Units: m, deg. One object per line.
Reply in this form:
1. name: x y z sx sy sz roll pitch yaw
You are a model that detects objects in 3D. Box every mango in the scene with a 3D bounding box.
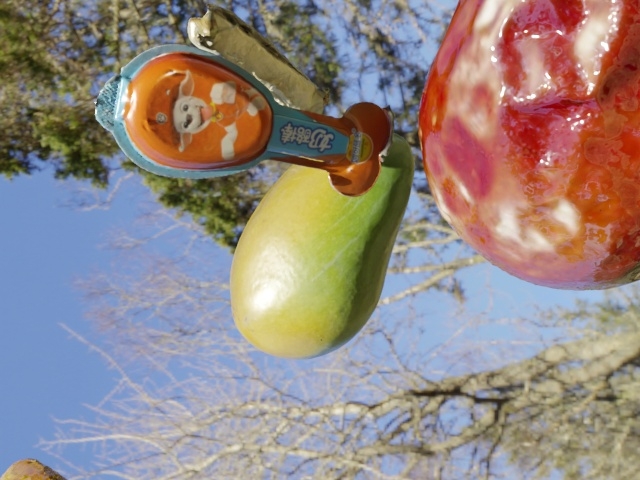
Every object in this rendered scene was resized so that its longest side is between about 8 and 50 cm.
1. mango: 0.000 0.000 0.779 0.114 0.156 0.250 10 -73 -54

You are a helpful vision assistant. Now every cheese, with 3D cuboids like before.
1. cheese: -0.055 -0.094 0.652 0.256 0.037 0.106 9 -79 -21

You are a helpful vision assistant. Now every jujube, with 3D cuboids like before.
1. jujube: 0.179 -0.120 0.465 0.223 0.223 0.317 -35 -29 -49

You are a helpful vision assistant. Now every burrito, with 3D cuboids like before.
1. burrito: -0.051 -0.154 0.701 0.185 0.041 0.045 30 -91 -52

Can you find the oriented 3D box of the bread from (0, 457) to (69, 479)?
1. bread: -0.409 0.395 1.107 0.160 0.261 0.147 -46 -53 -27
